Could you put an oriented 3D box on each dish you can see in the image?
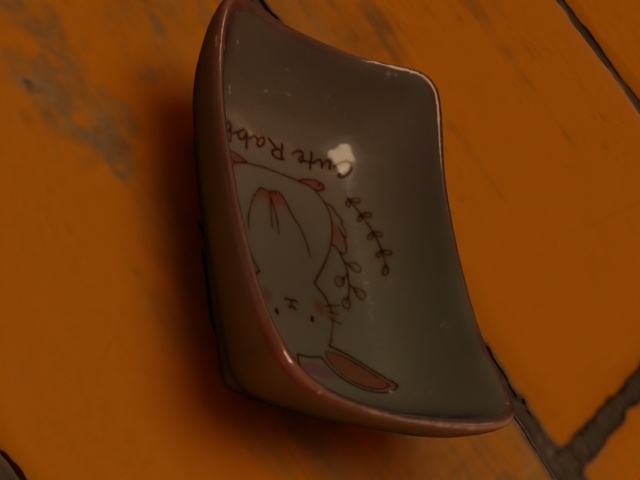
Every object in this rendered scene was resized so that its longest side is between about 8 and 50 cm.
[{"bbox_3d":[0.000,0.000,0.748,0.151,0.077,0.212,18,49,-39],"label":"dish"}]
